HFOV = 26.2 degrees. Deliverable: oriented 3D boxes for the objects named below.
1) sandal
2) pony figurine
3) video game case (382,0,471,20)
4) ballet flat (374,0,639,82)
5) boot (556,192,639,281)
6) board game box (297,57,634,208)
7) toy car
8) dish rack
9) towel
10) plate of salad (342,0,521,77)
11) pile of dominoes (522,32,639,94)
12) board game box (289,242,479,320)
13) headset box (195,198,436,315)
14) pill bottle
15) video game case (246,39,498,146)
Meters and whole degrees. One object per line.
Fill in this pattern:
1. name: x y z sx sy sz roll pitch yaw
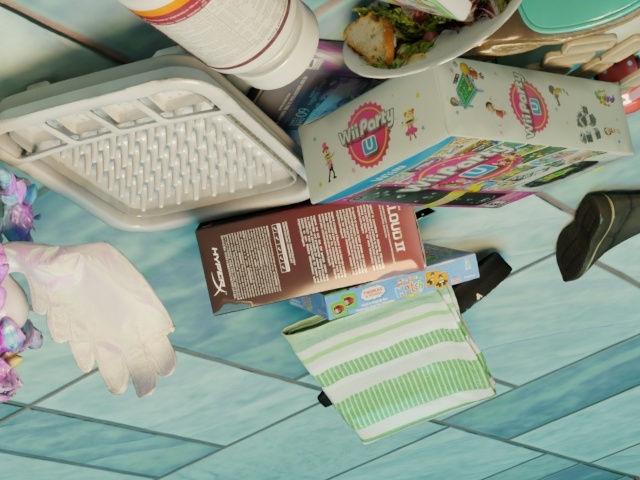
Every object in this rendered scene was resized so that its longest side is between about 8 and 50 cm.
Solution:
1. sandal: 0.147 0.177 2.162 0.446 0.107 0.167 -40 179 42
2. pony figurine: -0.363 0.062 1.500 0.303 0.351 0.363 -25 176 -22
3. video game case: 0.011 -0.269 1.259 0.193 0.023 0.212 22 178 39
4. ballet flat: 0.203 -0.241 1.463 0.342 0.116 0.124 -18 173 12
5. boot: 0.441 -0.007 2.053 0.137 0.077 0.198 -10 155 -17
6. board game box: 0.163 -0.111 1.532 0.303 0.097 0.224 2 162 -40
7. toy car: 0.428 -0.156 1.770 0.225 0.053 0.239 -5 153 -15
8. dish rack: -0.180 -0.111 1.530 0.285 0.072 0.333 -12 155 21
9. towel: 0.115 0.182 2.042 0.248 0.038 0.325 -21 139 9
10. plate of salad: 0.107 -0.231 1.352 0.200 0.200 0.048 -21 123 16
11. pile of dominoes: 0.286 -0.195 1.592 0.196 0.040 0.251 0 161 -36
12. board game box: 0.079 0.051 1.806 0.211 0.039 0.160 -14 -171 -18
13. headset box: 0.000 0.000 1.723 0.293 0.110 0.218 -12 -175 -1
14. pill bottle: -0.098 -0.232 1.311 0.121 0.121 0.221 -24 152 22
15. video game case: 0.046 -0.164 1.619 0.274 0.026 0.196 1 150 -25
